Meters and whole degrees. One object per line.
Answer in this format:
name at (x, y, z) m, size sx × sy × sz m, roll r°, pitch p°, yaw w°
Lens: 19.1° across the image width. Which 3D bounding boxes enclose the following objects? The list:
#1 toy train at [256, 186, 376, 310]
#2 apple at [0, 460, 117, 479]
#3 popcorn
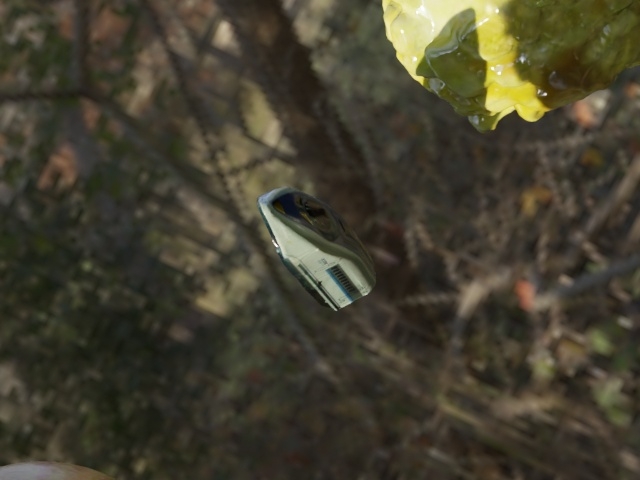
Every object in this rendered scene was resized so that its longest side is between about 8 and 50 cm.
toy train at (-0.001, 0.000, 1.367) m, size 0.252 × 0.048 × 0.055 m, roll 51°, pitch -161°, yaw -75°
apple at (-0.272, 0.410, 1.798) m, size 0.400 × 0.400 × 0.333 m, roll -64°, pitch 5°, yaw -6°
popcorn at (0.163, -0.189, 1.435) m, size 0.235 × 0.217 × 0.181 m, roll -20°, pitch 31°, yaw 9°
